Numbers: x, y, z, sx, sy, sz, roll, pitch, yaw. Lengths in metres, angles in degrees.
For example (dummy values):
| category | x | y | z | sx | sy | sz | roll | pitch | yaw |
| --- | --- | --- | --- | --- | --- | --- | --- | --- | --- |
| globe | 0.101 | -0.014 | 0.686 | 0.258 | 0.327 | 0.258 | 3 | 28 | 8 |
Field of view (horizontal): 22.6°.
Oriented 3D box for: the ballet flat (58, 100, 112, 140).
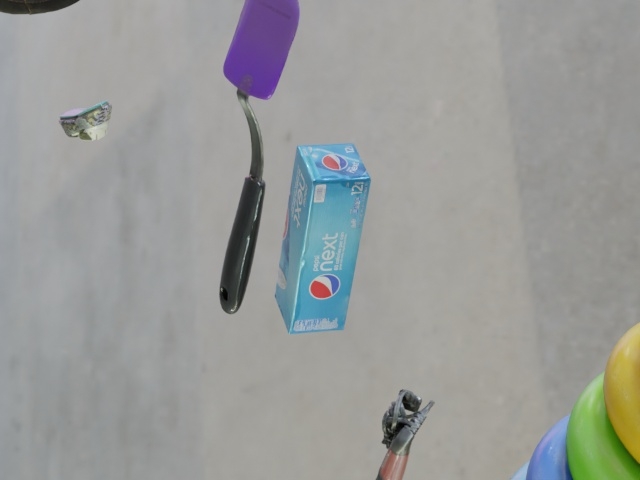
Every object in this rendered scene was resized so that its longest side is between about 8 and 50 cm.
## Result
| category | x | y | z | sx | sy | sz | roll | pitch | yaw |
| --- | --- | --- | --- | --- | --- | --- | --- | --- | --- |
| ballet flat | -0.250 | -0.128 | 1.753 | 0.114 | 0.041 | 0.041 | -2 | 82 | 61 |

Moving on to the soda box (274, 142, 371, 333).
| category | x | y | z | sx | sy | sz | roll | pitch | yaw |
| --- | --- | --- | --- | --- | --- | --- | --- | --- | --- |
| soda box | 0.000 | 0.000 | 1.749 | 0.071 | 0.067 | 0.210 | -114 | 27 | -49 |

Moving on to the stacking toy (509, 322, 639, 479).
| category | x | y | z | sx | sy | sz | roll | pitch | yaw |
| --- | --- | --- | --- | --- | --- | --- | --- | --- | --- |
| stacking toy | 0.155 | 0.087 | 0.688 | 0.141 | 0.141 | 0.330 | -113 | 29 | -42 |

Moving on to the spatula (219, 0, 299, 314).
| category | x | y | z | sx | sy | sz | roll | pitch | yaw |
| --- | --- | --- | --- | --- | --- | --- | --- | --- | --- |
| spatula | -0.059 | -0.073 | 1.360 | 0.084 | 0.030 | 0.296 | 34 | 124 | 49 |

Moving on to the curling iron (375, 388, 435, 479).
| category | x | y | z | sx | sy | sz | roll | pitch | yaw |
| --- | --- | --- | --- | --- | --- | --- | --- | --- | --- |
| curling iron | 0.055 | 0.225 | 1.371 | 0.068 | 0.035 | 0.274 | -55 | -18 | -45 |

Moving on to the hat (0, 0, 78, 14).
| category | x | y | z | sx | sy | sz | roll | pitch | yaw |
| --- | --- | --- | --- | --- | --- | --- | --- | --- | --- |
| hat | -0.263 | -0.322 | 1.135 | 0.134 | 0.331 | 0.331 | 1 | 84 | 30 |
